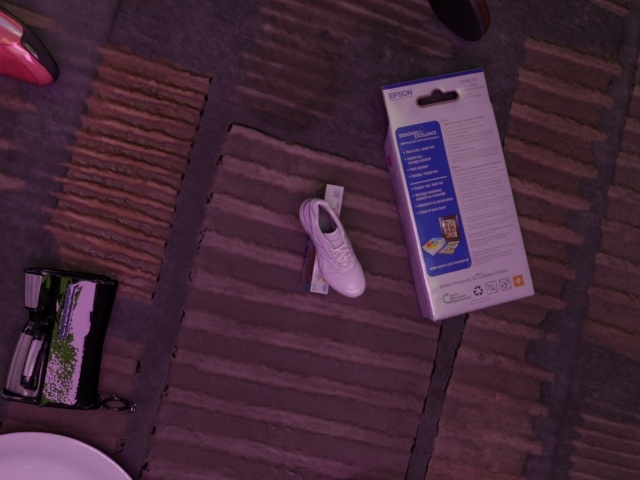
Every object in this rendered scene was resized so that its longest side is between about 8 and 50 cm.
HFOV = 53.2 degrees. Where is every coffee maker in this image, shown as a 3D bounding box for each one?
[{"bbox_3d":[-0.334,0.133,0.883,0.171,0.120,0.178,13,86,-33],"label":"coffee maker"}]

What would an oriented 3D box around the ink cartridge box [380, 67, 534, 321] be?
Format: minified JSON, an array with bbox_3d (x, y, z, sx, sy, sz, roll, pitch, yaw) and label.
[{"bbox_3d":[0.210,-0.072,1.011,0.175,0.069,0.371,-13,92,-11],"label":"ink cartridge box"}]

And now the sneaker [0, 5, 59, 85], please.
[{"bbox_3d":[-0.509,-0.261,0.851,0.313,0.116,0.136,24,76,-5],"label":"sneaker"}]

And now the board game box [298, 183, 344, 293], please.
[{"bbox_3d":[0.000,0.000,0.947,0.026,0.103,0.154,10,85,-10],"label":"board game box"}]

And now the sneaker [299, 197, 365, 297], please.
[{"bbox_3d":[0.018,0.011,0.866,0.053,0.061,0.152,-29,94,-13],"label":"sneaker"}]

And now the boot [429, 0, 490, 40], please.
[{"bbox_3d":[0.285,-0.491,1.052,0.280,0.096,0.264,-29,85,-18],"label":"boot"}]

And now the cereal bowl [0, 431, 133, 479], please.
[{"bbox_3d":[-0.378,0.424,0.787,0.339,0.141,0.339,25,41,-23],"label":"cereal bowl"}]
